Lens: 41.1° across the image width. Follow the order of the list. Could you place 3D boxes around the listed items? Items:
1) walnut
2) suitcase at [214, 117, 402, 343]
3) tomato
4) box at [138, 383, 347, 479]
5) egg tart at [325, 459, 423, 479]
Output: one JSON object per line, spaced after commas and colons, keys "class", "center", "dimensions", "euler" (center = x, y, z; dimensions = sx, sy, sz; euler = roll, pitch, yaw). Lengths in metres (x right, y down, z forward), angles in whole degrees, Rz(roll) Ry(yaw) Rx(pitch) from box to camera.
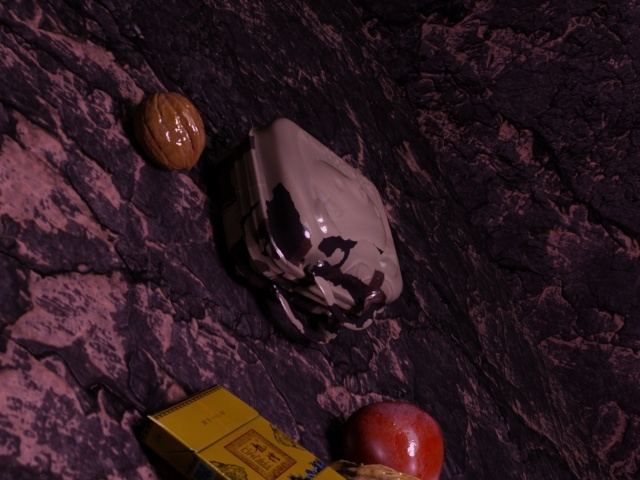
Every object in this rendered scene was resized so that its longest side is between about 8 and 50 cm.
{"class": "walnut", "center": [-0.222, -0.160, 1.262], "dimensions": [0.105, 0.105, 0.125], "euler": [-48, 122, -66]}
{"class": "suitcase", "center": [0.000, 0.000, 1.405], "dimensions": [0.351, 0.193, 0.339], "euler": [31, 40, -49]}
{"class": "tomato", "center": [0.112, 0.318, 1.307], "dimensions": [0.167, 0.167, 0.167], "euler": [45, 28, -32]}
{"class": "box", "center": [-0.061, 0.276, 0.989], "dimensions": [0.279, 0.041, 0.153], "euler": [34, 19, 17]}
{"class": "egg tart", "center": [0.081, 0.372, 1.112], "dimensions": [0.241, 0.241, 0.106], "euler": [45, 50, -32]}
